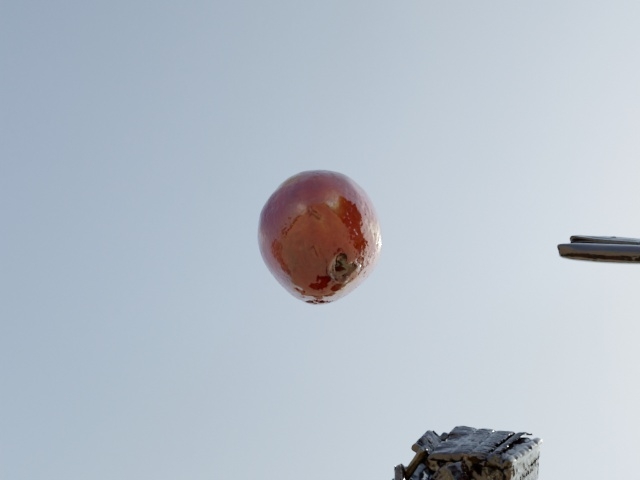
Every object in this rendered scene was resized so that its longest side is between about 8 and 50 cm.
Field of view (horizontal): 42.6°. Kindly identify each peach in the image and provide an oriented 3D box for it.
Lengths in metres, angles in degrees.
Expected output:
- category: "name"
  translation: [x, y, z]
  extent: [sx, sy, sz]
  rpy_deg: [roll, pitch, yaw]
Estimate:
- category: "peach"
  translation: [0.000, 0.000, 1.551]
  extent: [0.238, 0.281, 0.281]
  rpy_deg: [4, -53, -10]

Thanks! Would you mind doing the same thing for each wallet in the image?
- category: "wallet"
  translation: [0.579, 0.017, 1.512]
  extent: [0.229, 0.182, 0.049]
  rpy_deg: [4, -85, 42]

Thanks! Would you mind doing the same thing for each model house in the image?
- category: "model house"
  translation: [0.277, 0.485, 1.585]
  extent: [0.317, 0.297, 0.282]
  rpy_deg: [-9, -37, -52]
